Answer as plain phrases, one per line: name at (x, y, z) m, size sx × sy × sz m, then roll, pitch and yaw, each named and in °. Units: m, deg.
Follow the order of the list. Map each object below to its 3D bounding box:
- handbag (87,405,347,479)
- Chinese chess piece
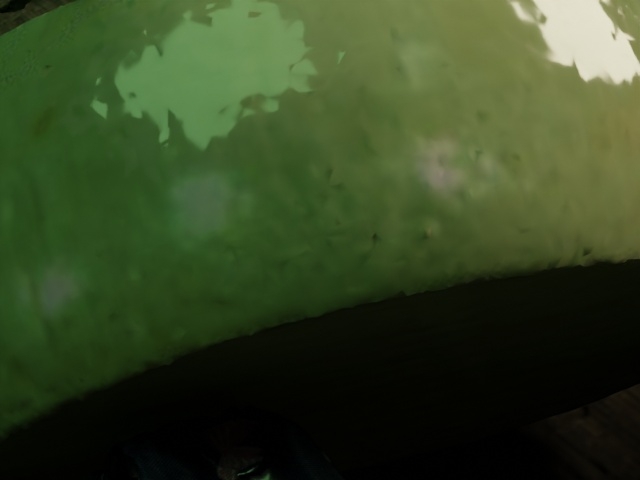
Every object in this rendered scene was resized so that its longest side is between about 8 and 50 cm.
handbag at (0.007, 0.177, 0.551) m, size 0.113 × 0.162 × 0.260 m, roll -17°, pitch 48°, yaw -41°
Chinese chess piece at (0.000, 0.000, 0.681) m, size 0.349 × 0.349 × 0.146 m, roll -18°, pitch 74°, yaw 16°
